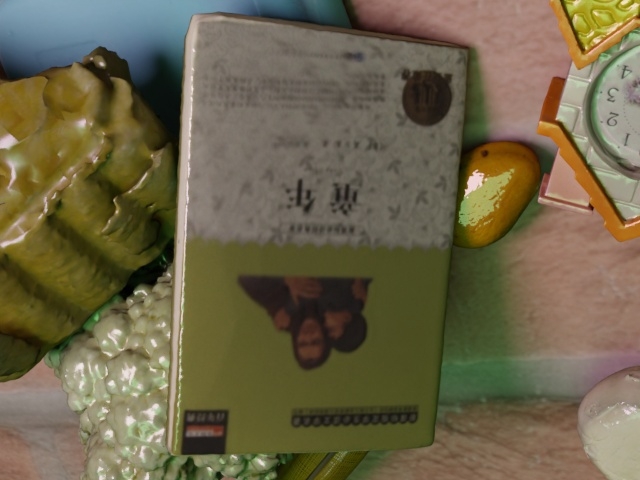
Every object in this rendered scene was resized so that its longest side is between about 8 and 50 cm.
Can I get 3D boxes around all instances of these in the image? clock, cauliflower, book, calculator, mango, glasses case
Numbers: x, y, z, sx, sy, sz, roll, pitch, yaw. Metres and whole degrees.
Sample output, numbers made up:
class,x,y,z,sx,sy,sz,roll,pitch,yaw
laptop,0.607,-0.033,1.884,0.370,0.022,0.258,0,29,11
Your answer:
class,x,y,z,sx,sy,sz,roll,pitch,yaw
clock,0.273,-0.118,0.871,0.220,0.106,0.255,16,124,10
cauliflower,-0.139,0.134,1.076,0.260,0.327,0.281,18,150,-3
book,0.000,0.000,0.933,0.239,0.035,0.352,2,95,-20
calculator,-0.132,-0.149,1.028,0.386,0.054,0.256,-6,119,27
mango,0.143,-0.041,0.994,0.079,0.057,0.114,47,120,-3
glasses case,0.013,0.208,1.175,0.064,0.079,0.234,37,125,3

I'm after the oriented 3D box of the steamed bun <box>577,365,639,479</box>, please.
class,x,y,z,sx,sy,sz,roll,pitch,yaw
steamed bun,0.298,0.173,1.048,0.130,0.091,0.112,37,127,-3

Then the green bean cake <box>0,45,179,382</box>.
class,x,y,z,sx,sy,sz,roll,pitch,yaw
green bean cake,-0.289,-0.073,0.962,0.285,0.202,0.310,-47,63,-2
